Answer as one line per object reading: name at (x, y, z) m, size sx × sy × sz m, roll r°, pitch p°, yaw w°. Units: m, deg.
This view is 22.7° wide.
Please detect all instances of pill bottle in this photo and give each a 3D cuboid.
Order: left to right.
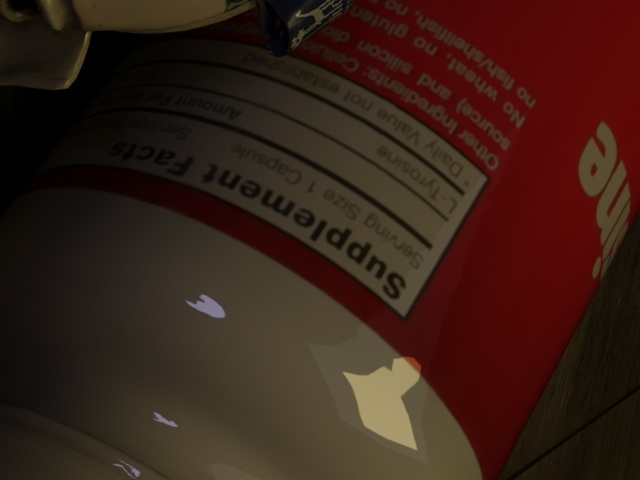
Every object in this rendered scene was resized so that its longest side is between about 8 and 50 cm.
pill bottle at (0.000, 0.000, 0.681) m, size 0.407 × 0.229 × 0.229 m, roll -57°, pitch 150°, yaw -27°

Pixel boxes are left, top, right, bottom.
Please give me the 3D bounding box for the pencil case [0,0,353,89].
pencil case at (-0.079, -0.244, 0.455) m, size 0.410 × 0.160 × 0.183 m, roll 79°, pitch 24°, yaw -45°
